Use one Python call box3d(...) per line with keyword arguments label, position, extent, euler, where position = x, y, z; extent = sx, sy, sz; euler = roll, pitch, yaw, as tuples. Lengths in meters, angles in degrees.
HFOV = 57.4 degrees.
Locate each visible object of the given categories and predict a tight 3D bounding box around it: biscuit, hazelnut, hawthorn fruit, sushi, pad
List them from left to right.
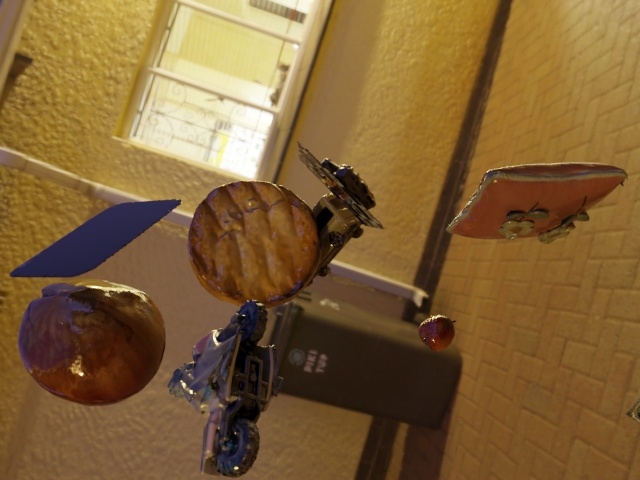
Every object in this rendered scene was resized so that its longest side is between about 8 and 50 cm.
box3d(label="pad", position=(-0.399, 0.017, 0.942), extent=(0.323, 0.055, 0.250), euler=(-22, 18, 34))
box3d(label="hazelnut", position=(-0.642, 0.267, 1.657), extent=(0.359, 0.409, 0.359), euler=(13, -90, -78))
box3d(label="biscuit", position=(-0.144, 0.010, 1.289), extent=(0.102, 0.296, 0.296), euler=(124, 163, -68))
box3d(label="sushi", position=(0.041, -0.099, 0.975), extent=(0.040, 0.193, 0.210), euler=(-45, 3, -1))
box3d(label="hawthorn fruit", position=(0.240, 0.188, 1.200), extent=(0.077, 0.077, 0.077), euler=(-162, 90, -85))

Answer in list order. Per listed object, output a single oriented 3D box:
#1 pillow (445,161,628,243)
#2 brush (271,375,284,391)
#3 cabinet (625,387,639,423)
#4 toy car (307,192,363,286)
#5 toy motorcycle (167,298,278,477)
box3d(label="pillow", position=(0.271, -0.043, 0.754), extent=(0.171, 0.179, 0.075), euler=(105, 160, -68))
box3d(label="brush", position=(-0.171, 0.298, 1.338), extent=(0.027, 0.190, 0.034), euler=(26, -97, -65))
box3d(label="cabinet", position=(0.583, 0.224, 0.875), extent=(0.206, 0.145, 0.150), euler=(-18, -42, -49))
box3d(label="toy car", position=(0.000, 0.000, 1.403), extent=(0.101, 0.124, 0.257), euler=(-26, -19, -49))
box3d(label="toy motorcycle", position=(-0.151, 0.219, 0.839), extent=(0.204, 0.108, 0.239), euler=(-26, 33, 36))
